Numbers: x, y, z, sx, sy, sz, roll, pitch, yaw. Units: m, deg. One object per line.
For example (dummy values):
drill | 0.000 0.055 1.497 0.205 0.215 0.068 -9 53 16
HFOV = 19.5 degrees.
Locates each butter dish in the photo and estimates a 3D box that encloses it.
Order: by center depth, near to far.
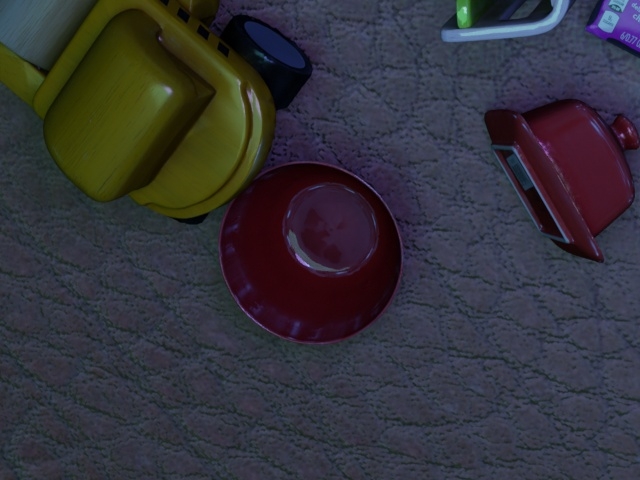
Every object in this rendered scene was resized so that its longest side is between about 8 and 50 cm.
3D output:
butter dish | 0.240 -0.073 1.718 0.118 0.160 0.160 -32 97 -3

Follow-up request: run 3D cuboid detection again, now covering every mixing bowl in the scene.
mixing bowl | 0.000 0.000 1.806 0.181 0.098 0.181 4 106 12

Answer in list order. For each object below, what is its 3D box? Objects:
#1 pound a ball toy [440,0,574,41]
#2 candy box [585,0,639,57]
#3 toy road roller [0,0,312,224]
pound a ball toy | 0.169 -0.290 1.568 0.136 0.319 0.208 -5 103 15
candy box | 0.360 -0.259 1.661 0.159 0.071 0.233 27 109 6
toy road roller | -0.187 -0.162 1.720 0.329 0.240 0.202 41 110 7
